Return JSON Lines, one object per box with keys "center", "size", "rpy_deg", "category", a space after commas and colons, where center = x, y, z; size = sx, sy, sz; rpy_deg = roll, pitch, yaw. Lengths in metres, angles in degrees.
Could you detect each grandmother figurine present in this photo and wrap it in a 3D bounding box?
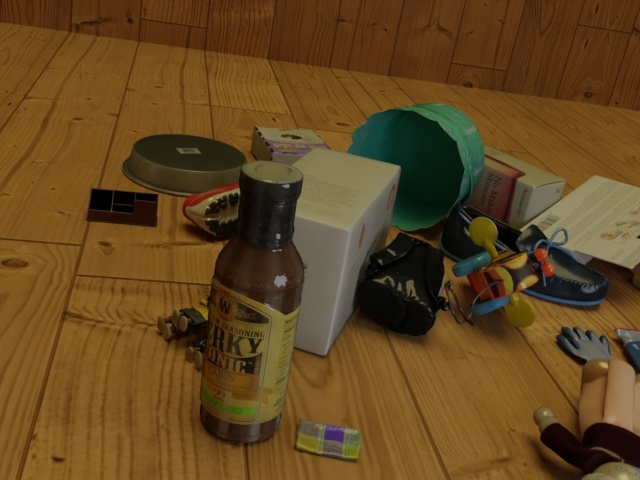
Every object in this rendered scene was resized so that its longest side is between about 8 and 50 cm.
{"center": [0.379, 0.263, 1.002], "size": [0.208, 0.104, 0.342], "rpy_deg": [8, 20, 17], "category": "grandmother figurine"}

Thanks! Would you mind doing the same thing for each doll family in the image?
{"center": [-0.143, 0.129, 1.119], "size": [0.111, 0.076, 0.193], "rpy_deg": [-6, 34, -43], "category": "doll family"}

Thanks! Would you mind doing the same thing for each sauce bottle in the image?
{"center": [-0.079, 0.076, 0.922], "size": [0.111, 0.344, 0.111], "rpy_deg": [7, 24, -3], "category": "sauce bottle"}

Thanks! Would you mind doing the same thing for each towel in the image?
{"center": [0.009, 0.251, 0.979], "size": [0.083, 0.009, 0.060], "rpy_deg": [12, 23, 4], "category": "towel"}

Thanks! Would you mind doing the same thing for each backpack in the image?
{"center": [0.138, 0.069, 1.302], "size": [0.152, 0.115, 0.182], "rpy_deg": [32, 34, -1], "category": "backpack"}

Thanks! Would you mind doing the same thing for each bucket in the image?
{"center": [0.216, -0.170, 1.698], "size": [0.281, 0.281, 0.183], "rpy_deg": [23, 27, 25], "category": "bucket"}

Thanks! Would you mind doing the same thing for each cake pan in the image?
{"center": [-0.297, -0.176, 1.755], "size": [0.293, 0.054, 0.293], "rpy_deg": [8, 23, -4], "category": "cake pan"}

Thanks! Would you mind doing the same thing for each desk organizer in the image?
{"center": [-0.374, -0.064, 1.473], "size": [0.130, 0.050, 0.047], "rpy_deg": [5, 24, -12], "category": "desk organizer"}

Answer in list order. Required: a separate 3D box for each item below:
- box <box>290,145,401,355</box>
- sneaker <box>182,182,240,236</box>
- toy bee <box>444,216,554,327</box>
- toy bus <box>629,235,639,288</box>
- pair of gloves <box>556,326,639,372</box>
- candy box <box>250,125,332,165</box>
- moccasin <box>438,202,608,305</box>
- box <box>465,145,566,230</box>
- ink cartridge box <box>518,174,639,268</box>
{"center": [0.000, 0.000, 1.282], "size": [0.168, 0.215, 0.345], "rpy_deg": [16, 24, 13], "category": "box"}
{"center": [-0.154, -0.084, 1.555], "size": [0.118, 0.107, 0.279], "rpy_deg": [19, 21, 40], "category": "sneaker"}
{"center": [0.315, 0.068, 1.312], "size": [0.162, 0.195, 0.298], "rpy_deg": [-24, 22, 17], "category": "toy bee"}
{"center": [0.788, 0.032, 1.671], "size": [0.333, 0.108, 0.130], "rpy_deg": [-4, 27, -29], "category": "toy bus"}
{"center": [0.503, 0.193, 1.303], "size": [0.198, 0.023, 0.159], "rpy_deg": [6, 26, -8], "category": "pair of gloves"}
{"center": [-0.069, -0.216, 1.917], "size": [0.165, 0.070, 0.196], "rpy_deg": [1, 26, -20], "category": "candy box"}
{"center": [0.394, 0.023, 1.516], "size": [0.342, 0.117, 0.138], "rpy_deg": [20, 26, 21], "category": "moccasin"}
{"center": [0.414, -0.106, 1.776], "size": [0.127, 0.148, 0.232], "rpy_deg": [-11, 31, -39], "category": "box"}
{"center": [0.612, -0.025, 1.638], "size": [0.296, 0.066, 0.261], "rpy_deg": [-31, 37, -30], "category": "ink cartridge box"}
